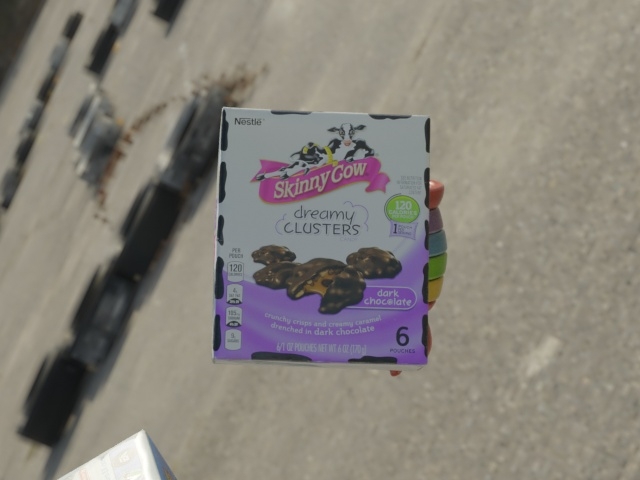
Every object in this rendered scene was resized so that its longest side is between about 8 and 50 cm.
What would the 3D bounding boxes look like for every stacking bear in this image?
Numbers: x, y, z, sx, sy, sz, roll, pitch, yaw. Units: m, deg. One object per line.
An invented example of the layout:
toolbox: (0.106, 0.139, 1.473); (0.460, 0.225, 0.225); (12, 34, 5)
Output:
stacking bear: (0.111, 0.058, 2.375); (0.175, 0.164, 0.289); (-47, -44, -75)

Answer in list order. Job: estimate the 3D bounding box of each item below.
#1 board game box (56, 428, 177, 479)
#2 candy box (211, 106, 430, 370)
board game box: (-0.275, 0.369, 1.650); (0.302, 0.086, 0.308); (-30, 23, -3)
candy box: (0.000, 0.000, 1.215); (0.070, 0.165, 0.196); (113, 159, -81)
